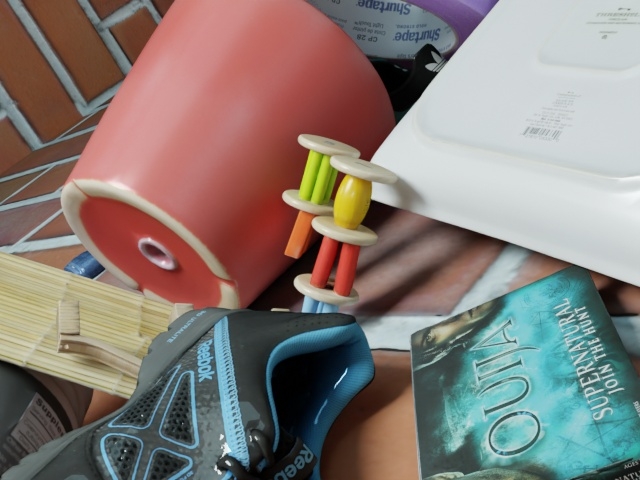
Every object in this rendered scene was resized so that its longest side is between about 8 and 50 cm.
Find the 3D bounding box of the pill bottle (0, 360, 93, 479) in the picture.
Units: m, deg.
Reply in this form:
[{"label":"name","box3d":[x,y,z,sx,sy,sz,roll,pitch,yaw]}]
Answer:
[{"label":"pill bottle","box3d":[-0.269,0.173,0.625,0.161,0.161,0.283,-25,21,14]}]

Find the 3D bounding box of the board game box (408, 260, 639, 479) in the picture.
[{"label":"board game box","box3d":[0.113,0.087,0.494,0.126,0.026,0.186,-25,21,14]}]

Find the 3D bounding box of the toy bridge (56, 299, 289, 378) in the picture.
[{"label":"toy bridge","box3d":[-0.103,0.079,0.665,0.026,0.188,0.063,119,147,-44]}]

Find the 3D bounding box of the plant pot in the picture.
[{"label":"plant pot","box3d":[-0.097,-0.071,0.846,0.275,0.275,0.243,-6,42,48]}]

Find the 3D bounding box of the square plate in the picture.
[{"label":"square plate","box3d":[0.221,-0.139,0.621,0.344,0.049,0.347,-50,34,-12]}]

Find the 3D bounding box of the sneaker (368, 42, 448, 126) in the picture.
[{"label":"sneaker","box3d":[0.039,-0.142,0.984,0.302,0.121,0.108,-10,29,43]}]

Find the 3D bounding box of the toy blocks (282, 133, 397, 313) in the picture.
[{"label":"toy blocks","box3d":[0.000,0.000,0.705,0.123,0.054,0.148,43,119,60]}]

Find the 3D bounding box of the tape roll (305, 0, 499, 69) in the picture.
[{"label":"tape roll","box3d":[0.053,-0.256,0.882,0.275,0.275,0.090,2,79,55]}]

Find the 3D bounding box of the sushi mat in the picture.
[{"label":"sushi mat","box3d":[-0.214,0.061,0.695,0.151,0.317,0.019,-94,24,-69]}]

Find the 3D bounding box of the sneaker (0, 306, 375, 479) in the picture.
[{"label":"sneaker","box3d":[-0.084,0.145,0.493,0.140,0.125,0.340,-10,31,33]}]

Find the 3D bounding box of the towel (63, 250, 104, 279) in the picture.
[{"label":"towel","box3d":[-0.301,0.015,1.221,0.119,0.029,0.067,-39,23,-22]}]
